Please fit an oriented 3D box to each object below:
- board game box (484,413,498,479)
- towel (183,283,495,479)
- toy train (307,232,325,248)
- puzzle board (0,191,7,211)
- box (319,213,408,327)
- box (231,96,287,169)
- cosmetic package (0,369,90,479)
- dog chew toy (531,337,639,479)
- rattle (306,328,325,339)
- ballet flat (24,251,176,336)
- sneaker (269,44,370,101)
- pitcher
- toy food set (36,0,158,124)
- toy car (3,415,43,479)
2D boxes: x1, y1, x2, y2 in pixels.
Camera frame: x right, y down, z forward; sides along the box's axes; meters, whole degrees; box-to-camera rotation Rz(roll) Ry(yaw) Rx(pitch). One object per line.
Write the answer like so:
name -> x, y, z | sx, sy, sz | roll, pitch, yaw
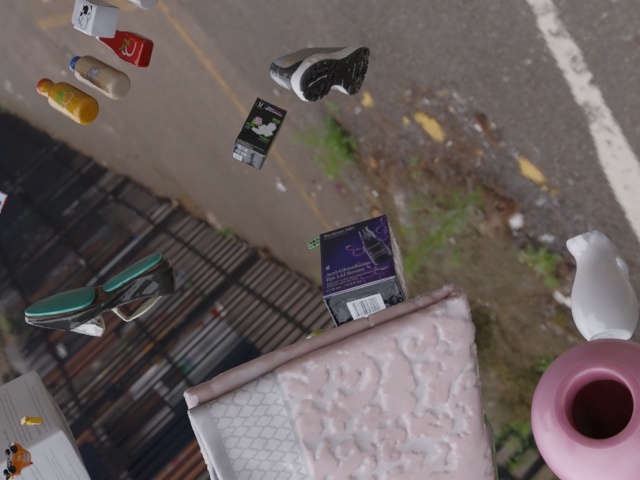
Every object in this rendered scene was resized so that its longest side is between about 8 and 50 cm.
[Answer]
board game box -> 0.191, 0.485, 1.938 | 0.242, 0.316, 0.064 | -85, -27, -51
towel -> 0.038, 0.236, 1.066 | 0.053, 0.317, 0.332 | -127, 20, -55
toy train -> 0.000, 0.000, 2.197 | 0.083, 0.023, 0.017 | -27, 80, 51
puzzle board -> -0.630, -0.046, 1.757 | 0.096, 0.128, 0.011 | 24, -163, -15
box -> 0.087, 0.065, 1.977 | 0.207, 0.153, 0.108 | -95, -16, -52
box -> -0.093, -0.161, 1.479 | 0.052, 0.083, 0.062 | 26, 161, -2
cosmetic package -> -0.647, 0.430, 1.800 | 0.217, 0.385, 0.156 | 45, 158, 51
dog chew toy -> 0.412, 0.257, 1.326 | 0.206, 0.206, 0.332 | 39, 180, 35
rattle -> -0.013, 0.307, 2.237 | 0.130, 0.143, 0.200 | 29, 143, 10
ballet flat -> -0.390, 0.117, 1.776 | 0.095, 0.280, 0.096 | -113, 1, -68
sneaker -> 0.007, -0.335, 1.885 | 0.108, 0.100, 0.271 | 25, -156, 27
pitcher -> 0.574, 0.104, 1.951 | 0.177, 0.207, 0.125 | 21, 144, -36
toy food set -> -0.295, -0.280, 1.305 | 0.104, 0.232, 0.111 | 29, -157, 32
toy car -> -0.448, 0.320, 1.495 | 0.040, 0.122, 0.060 | 12, -134, -30
